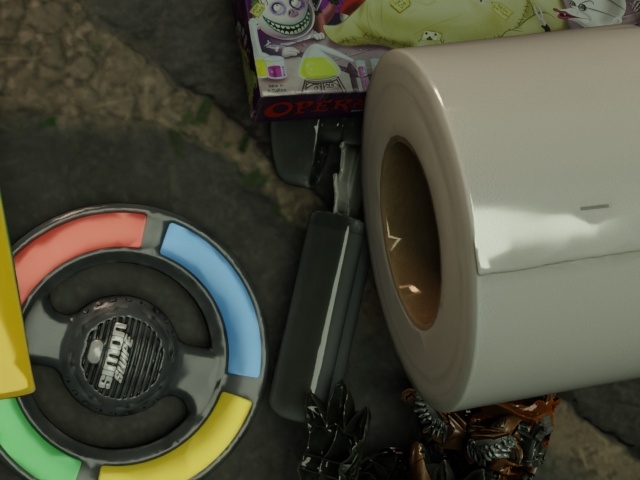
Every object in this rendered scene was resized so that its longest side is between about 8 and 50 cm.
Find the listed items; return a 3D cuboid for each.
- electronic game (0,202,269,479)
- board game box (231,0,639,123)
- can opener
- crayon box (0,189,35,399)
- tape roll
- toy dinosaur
[{"bbox_3d":[-0.150,0.086,1.021,0.229,0.048,0.229,0,92,-16],"label":"electronic game"},{"bbox_3d":[0.102,-0.200,1.053,0.347,0.056,0.208,-5,66,-16],"label":"board game box"},{"bbox_3d":[0.000,0.000,1.061,0.093,0.074,0.280,7,87,18],"label":"can opener"},{"bbox_3d":[-0.377,-0.047,0.905,0.313,0.106,0.362,-10,87,-17],"label":"crayon box"},{"bbox_3d":[0.139,-0.017,0.925,0.169,0.246,0.246,-8,93,-12],"label":"tape roll"},{"bbox_3d":[0.102,0.201,1.040,0.218,0.164,0.321,21,75,-57],"label":"toy dinosaur"}]
